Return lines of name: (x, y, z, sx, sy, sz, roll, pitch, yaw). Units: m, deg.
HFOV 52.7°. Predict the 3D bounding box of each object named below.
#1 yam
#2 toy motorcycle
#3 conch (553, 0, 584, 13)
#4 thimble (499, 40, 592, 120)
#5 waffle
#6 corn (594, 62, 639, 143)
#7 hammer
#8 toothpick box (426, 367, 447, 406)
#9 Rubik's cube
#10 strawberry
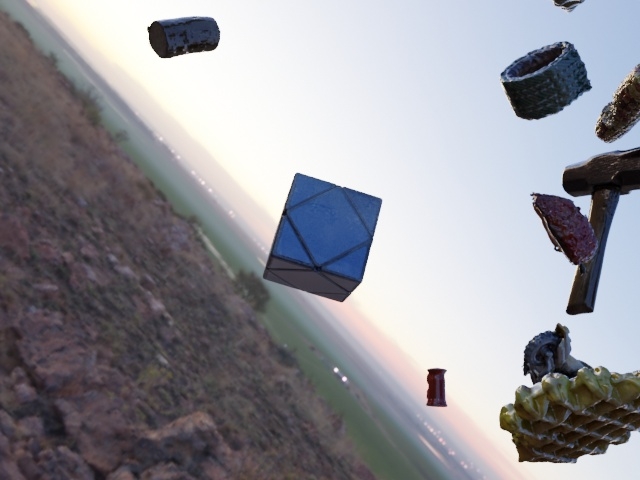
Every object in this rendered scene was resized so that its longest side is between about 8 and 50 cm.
yam: (-0.277, -0.414, 1.314, 0.084, 0.127, 0.084, 27, -55, 46)
toy motorcycle: (0.452, 0.236, 1.218, 0.229, 0.129, 0.094, 63, -2, -37)
conch: (0.454, -0.584, 1.246, 0.386, 0.203, 0.170, 53, 23, -42)
thimble: (0.391, -0.279, 1.133, 0.090, 0.135, 0.118, 56, 15, -26)
waffle: (0.350, 0.250, 0.896, 0.253, 0.248, 0.056, 104, -20, -49)
corn: (0.758, -0.332, 1.602, 0.098, 0.098, 0.290, 46, -15, 13)
hammer: (0.652, -0.020, 1.522, 0.095, 0.409, 0.242, 26, -14, -27)
toothpick box: (0.254, 0.319, 1.409, 0.047, 0.083, 0.047, 3, -18, 1)
Rubik's cube: (0.000, 0.000, 1.437, 0.205, 0.205, 0.207, 18, -21, -6)
strawberry: (0.515, -0.025, 1.347, 0.192, 0.085, 0.140, 62, 13, 17)
